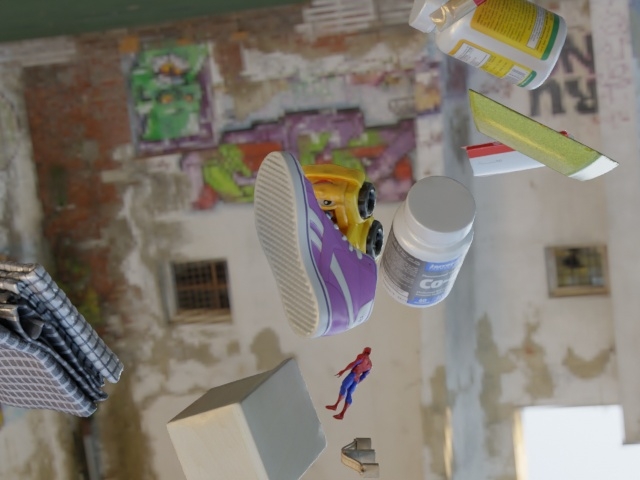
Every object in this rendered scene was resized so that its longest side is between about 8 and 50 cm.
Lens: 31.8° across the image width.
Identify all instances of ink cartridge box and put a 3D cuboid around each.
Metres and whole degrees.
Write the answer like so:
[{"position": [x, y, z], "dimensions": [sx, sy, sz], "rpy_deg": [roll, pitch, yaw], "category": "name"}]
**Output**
[{"position": [0.362, -0.155, 2.032], "dimensions": [0.189, 0.066, 0.232], "rpy_deg": [-9, -176, 16], "category": "ink cartridge box"}]

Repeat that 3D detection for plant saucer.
[{"position": [0.286, -0.129, 1.468], "dimensions": [0.188, 0.045, 0.188], "rpy_deg": [29, -170, 19], "category": "plant saucer"}]

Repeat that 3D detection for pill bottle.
[{"position": [0.239, -0.310, 1.626], "dimensions": [0.208, 0.117, 0.117], "rpy_deg": [22, -175, -10], "category": "pill bottle"}, {"position": [0.104, 0.001, 1.084], "dimensions": [0.078, 0.078, 0.137], "rpy_deg": [-9, 151, -12], "category": "pill bottle"}]

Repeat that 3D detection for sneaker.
[{"position": [-0.001, 0.000, 1.681], "dimensions": [0.161, 0.282, 0.102], "rpy_deg": [-10, 175, -41], "category": "sneaker"}]

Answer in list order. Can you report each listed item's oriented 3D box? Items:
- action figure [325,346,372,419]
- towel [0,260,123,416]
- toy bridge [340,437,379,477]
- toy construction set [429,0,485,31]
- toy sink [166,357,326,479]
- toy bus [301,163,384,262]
[{"position": [0.044, 0.197, 1.587], "dimensions": [0.030, 0.038, 0.115], "rpy_deg": [1, -132, 46], "category": "action figure"}, {"position": [-0.455, 0.149, 1.661], "dimensions": [0.283, 0.235, 0.121], "rpy_deg": [4, -133, 42], "category": "towel"}, {"position": [0.069, 0.396, 2.052], "dimensions": [0.063, 0.026, 0.188], "rpy_deg": [2, -175, -2], "category": "toy bridge"}, {"position": [0.056, -0.341, 1.155], "dimensions": [0.237, 0.309, 0.257], "rpy_deg": [-34, -159, 16], "category": "toy construction set"}, {"position": [-0.105, 0.284, 1.635], "dimensions": [0.131, 0.153, 0.234], "rpy_deg": [-19, -175, 20], "category": "toy sink"}, {"position": [0.008, 0.003, 2.013], "dimensions": [0.149, 0.220, 0.211], "rpy_deg": [7, -137, 22], "category": "toy bus"}]
